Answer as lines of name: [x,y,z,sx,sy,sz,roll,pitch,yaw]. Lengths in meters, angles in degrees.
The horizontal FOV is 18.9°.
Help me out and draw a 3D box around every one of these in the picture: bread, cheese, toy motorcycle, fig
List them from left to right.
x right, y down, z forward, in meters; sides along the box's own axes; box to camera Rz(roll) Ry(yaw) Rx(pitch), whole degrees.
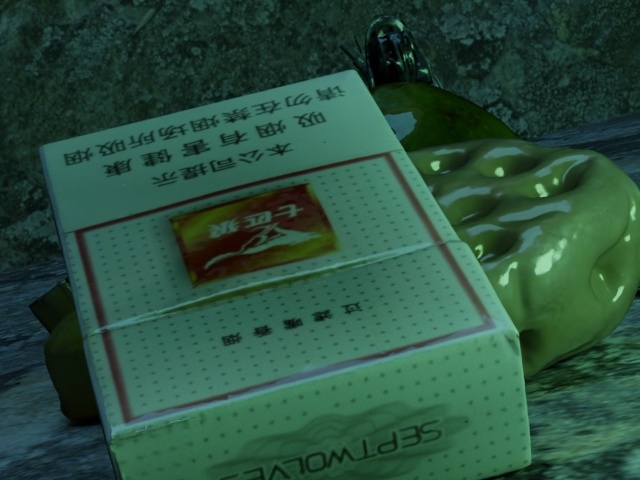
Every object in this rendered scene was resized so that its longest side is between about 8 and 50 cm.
bread: [-0.152,0.090,1.502,0.156,0.086,0.125,-14,13,39]
toy motorcycle: [0.081,-0.083,1.793,0.091,0.263,0.157,-14,12,-7]
fig: [0.128,-0.025,1.606,0.275,0.206,0.206,8,-2,-18]
cheese: [0.105,0.014,1.261,0.218,0.117,0.235,-4,29,16]

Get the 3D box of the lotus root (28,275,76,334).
lotus root: [-0.177,0.051,1.750,0.159,0.135,0.095,-27,4,0]

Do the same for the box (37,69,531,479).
box: [-0.032,0.029,1.078,0.210,0.095,0.330,-14,32,-7]

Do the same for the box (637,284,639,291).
box: [0.368,-0.051,1.547,0.264,0.106,0.336,-12,6,11]
